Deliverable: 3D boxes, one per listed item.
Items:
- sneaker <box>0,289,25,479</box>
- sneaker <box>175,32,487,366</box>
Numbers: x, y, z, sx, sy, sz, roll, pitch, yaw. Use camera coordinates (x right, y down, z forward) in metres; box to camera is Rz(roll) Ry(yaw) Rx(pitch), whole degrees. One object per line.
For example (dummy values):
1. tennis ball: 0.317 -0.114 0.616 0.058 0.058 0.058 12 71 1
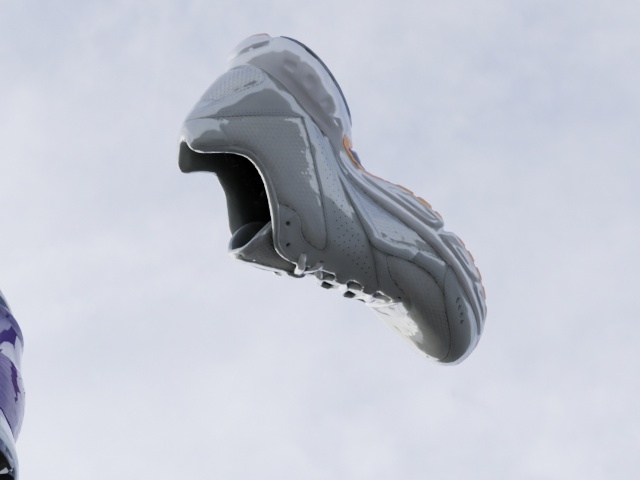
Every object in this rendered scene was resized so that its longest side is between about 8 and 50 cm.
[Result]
1. sneaker: -0.241 0.019 0.451 0.283 0.124 0.107 25 -60 -24
2. sneaker: 0.000 0.000 0.855 0.262 0.121 0.099 50 -34 -14
